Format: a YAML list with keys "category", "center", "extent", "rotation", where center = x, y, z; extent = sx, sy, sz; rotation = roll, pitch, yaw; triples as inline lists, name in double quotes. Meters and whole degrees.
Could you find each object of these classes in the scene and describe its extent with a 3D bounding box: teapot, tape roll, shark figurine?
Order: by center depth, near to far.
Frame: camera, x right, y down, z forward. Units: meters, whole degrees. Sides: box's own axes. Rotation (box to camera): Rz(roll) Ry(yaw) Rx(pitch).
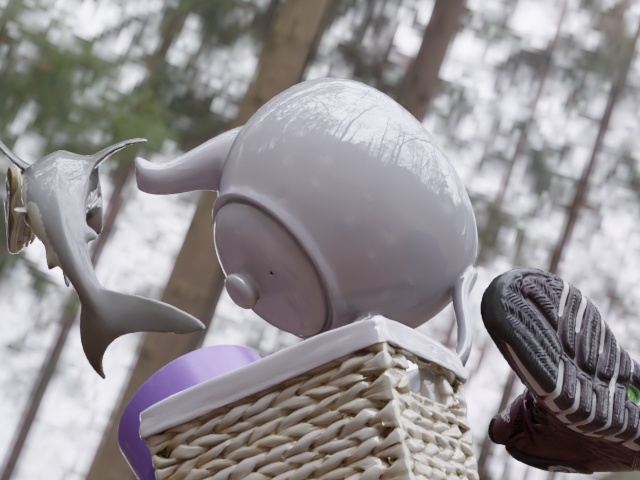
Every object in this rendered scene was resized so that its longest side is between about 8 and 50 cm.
- category: "shark figurine"
  center: [-0.172, -0.028, 1.415]
  extent: [0.166, 0.116, 0.278]
  rotation: [60, -1, -28]
- category: "teapot"
  center: [0.000, 0.000, 1.585]
  extent: [0.256, 0.187, 0.252]
  rotation: [-1, -57, 57]
- category: "tape roll"
  center: [-0.122, 0.210, 2.043]
  extent: [0.080, 0.189, 0.189]
  rotation: [52, -2, 39]

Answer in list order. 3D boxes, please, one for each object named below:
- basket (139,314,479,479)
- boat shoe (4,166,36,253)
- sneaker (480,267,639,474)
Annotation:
- category: "basket"
  center: [-0.002, 0.126, 1.055]
  extent: [0.167, 0.103, 0.113]
  rotation: [-22, -24, 22]
- category: "boat shoe"
  center: [-0.320, -0.033, 2.028]
  extent: [0.048, 0.056, 0.153]
  rotation: [-4, -31, -13]
- category: "sneaker"
  center: [0.182, 0.130, 1.540]
  extent: [0.162, 0.106, 0.281]
  rotation: [-16, -44, 41]
